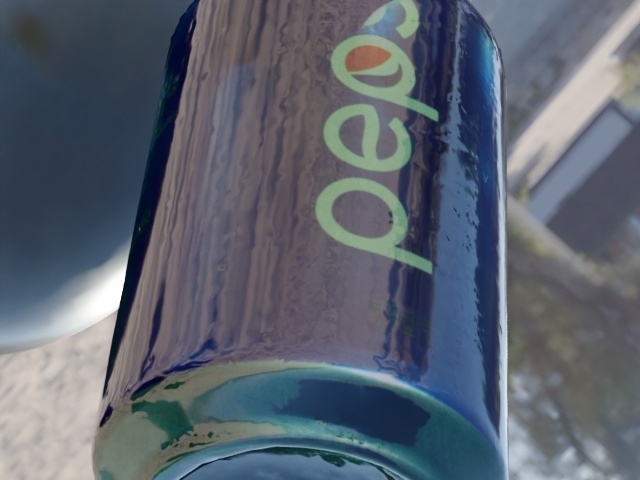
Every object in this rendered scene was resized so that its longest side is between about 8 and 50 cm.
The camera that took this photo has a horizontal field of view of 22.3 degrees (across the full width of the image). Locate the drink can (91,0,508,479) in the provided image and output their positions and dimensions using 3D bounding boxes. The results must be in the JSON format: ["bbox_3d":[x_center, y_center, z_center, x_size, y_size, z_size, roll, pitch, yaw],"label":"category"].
[{"bbox_3d":[0.000,0.000,0.500,0.118,0.118,0.205,127,-24,-46],"label":"drink can"}]

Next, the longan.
[{"bbox_3d":[-0.211,-0.112,0.893,0.361,0.361,0.361,-48,175,-5],"label":"longan"}]
